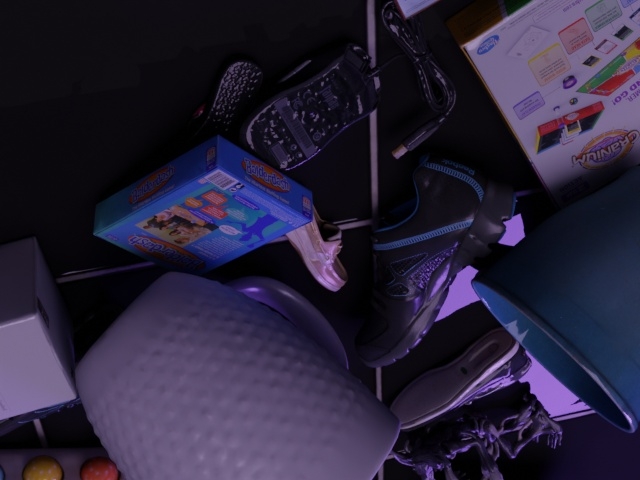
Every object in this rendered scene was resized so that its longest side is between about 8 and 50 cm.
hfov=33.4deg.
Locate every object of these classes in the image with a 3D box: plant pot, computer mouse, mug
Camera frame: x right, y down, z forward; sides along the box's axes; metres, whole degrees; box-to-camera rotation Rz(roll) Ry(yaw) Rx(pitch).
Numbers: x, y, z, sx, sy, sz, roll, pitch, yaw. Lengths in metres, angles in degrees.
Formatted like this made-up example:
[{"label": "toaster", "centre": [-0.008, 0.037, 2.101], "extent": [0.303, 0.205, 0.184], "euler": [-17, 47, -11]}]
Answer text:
[{"label": "plant pot", "centre": [0.375, 0.056, 1.346], "extent": [0.255, 0.271, 0.271], "euler": [-45, 129, -4]}, {"label": "computer mouse", "centre": [0.033, -0.154, 1.270], "extent": [0.262, 0.060, 0.184], "euler": [-39, 125, 1]}, {"label": "mug", "centre": [-0.095, 0.184, 1.307], "extent": [0.328, 0.374, 0.276], "euler": [42, 129, 0]}]

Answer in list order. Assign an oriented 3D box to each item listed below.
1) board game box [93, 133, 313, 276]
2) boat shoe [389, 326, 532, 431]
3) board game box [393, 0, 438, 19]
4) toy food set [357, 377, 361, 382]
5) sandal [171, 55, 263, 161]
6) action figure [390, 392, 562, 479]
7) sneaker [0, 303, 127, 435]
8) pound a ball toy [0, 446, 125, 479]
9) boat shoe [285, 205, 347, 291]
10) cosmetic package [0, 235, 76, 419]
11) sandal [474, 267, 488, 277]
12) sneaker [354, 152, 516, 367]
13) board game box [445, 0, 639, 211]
[{"label": "board game box", "centre": [-0.139, -0.033, 1.263], "extent": [0.210, 0.047, 0.160], "euler": [-25, 142, 32]}, {"label": "boat shoe", "centre": [0.211, 0.226, 1.615], "extent": [0.233, 0.084, 0.079], "euler": [-34, 129, 8]}, {"label": "board game box", "centre": [0.182, -0.367, 1.141], "extent": [0.281, 0.027, 0.145], "euler": [-29, 124, 5]}, {"label": "toy food set", "centre": [-0.025, 0.211, 1.538], "extent": [0.128, 0.071, 0.218], "euler": [-34, 130, 12]}, {"label": "sandal", "centre": [-0.123, -0.136, 1.251], "extent": [0.067, 0.040, 0.179], "euler": [18, 111, -33]}, {"label": "action figure", "centre": [0.235, 0.330, 1.659], "extent": [0.275, 0.164, 0.141], "euler": [-13, 98, -17]}, {"label": "sneaker", "centre": [-0.336, 0.193, 1.411], "extent": [0.267, 0.101, 0.106], "euler": [-32, 133, 10]}, {"label": "pound a ball toy", "centre": [-0.365, 0.384, 1.486], "extent": [0.319, 0.208, 0.136], "euler": [3, 127, -18]}, {"label": "boat shoe", "centre": [0.000, 0.000, 1.379], "extent": [0.059, 0.063, 0.170], "euler": [-26, 130, 13]}, {"label": "cosmetic package", "centre": [-0.406, 0.116, 1.291], "extent": [0.183, 0.151, 0.151], "euler": [-15, 131, -4]}, {"label": "sandal", "centre": [0.317, 0.116, 1.556], "extent": [0.265, 0.102, 0.076], "euler": [23, 120, -21]}, {"label": "sneaker", "centre": [0.120, 0.027, 1.427], "extent": [0.139, 0.125, 0.341], "euler": [29, 121, -4]}, {"label": "board game box", "centre": [0.328, -0.207, 1.308], "extent": [0.242, 0.064, 0.316], "euler": [-32, 130, 9]}]
